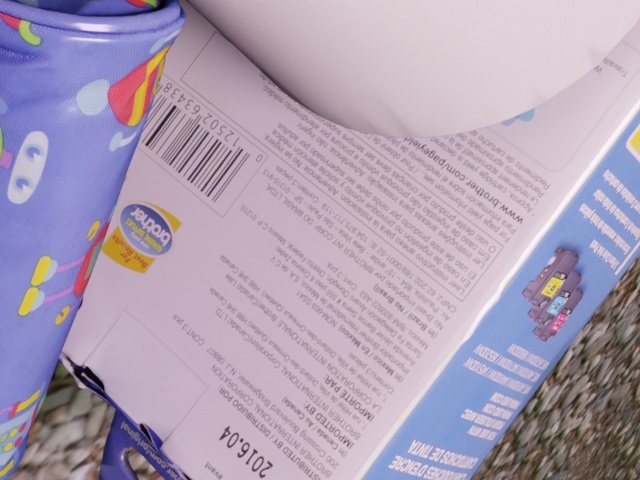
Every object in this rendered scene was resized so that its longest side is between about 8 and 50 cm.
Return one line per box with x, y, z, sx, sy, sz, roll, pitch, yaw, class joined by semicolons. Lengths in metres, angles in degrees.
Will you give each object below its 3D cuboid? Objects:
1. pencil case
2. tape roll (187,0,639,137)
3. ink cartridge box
-0.169;-0.014;0.724;0.119;0.133;0.306;-89;-160;-59;pencil case
0.031;-0.187;0.676;0.246;0.246;0.169;-51;153;0;tape roll
0.000;0.000;0.829;0.395;0.270;0.151;-52;150;3;ink cartridge box
